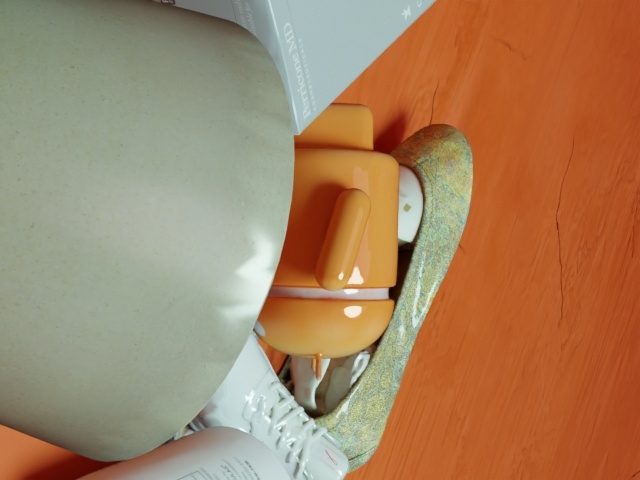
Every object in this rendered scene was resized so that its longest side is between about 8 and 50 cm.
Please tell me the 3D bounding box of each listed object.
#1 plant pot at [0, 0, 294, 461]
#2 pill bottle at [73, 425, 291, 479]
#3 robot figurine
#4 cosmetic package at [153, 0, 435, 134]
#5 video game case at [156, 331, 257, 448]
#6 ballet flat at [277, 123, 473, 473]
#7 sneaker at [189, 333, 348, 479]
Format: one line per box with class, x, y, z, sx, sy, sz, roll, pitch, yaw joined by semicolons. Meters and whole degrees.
plant pot;-0.198;-0.037;0.738;0.274;0.256;0.257;18;84;-38
pill bottle;-0.131;0.223;1.040;0.229;0.131;0.131;-15;114;-50
robot figurine;0.000;0.000;1.177;0.128;0.158;0.219;2;90;-47
cosmetic package;-0.010;-0.184;1.032;0.238;0.107;0.127;-53;137;-44
video game case;-0.095;0.108;1.183;0.119;0.015;0.166;28;76;-59
ballet flat;0.044;0.035;1.309;0.123;0.123;0.349;42;64;-57
sneaker;-0.032;0.153;1.175;0.090;0.115;0.232;-57;145;-33
